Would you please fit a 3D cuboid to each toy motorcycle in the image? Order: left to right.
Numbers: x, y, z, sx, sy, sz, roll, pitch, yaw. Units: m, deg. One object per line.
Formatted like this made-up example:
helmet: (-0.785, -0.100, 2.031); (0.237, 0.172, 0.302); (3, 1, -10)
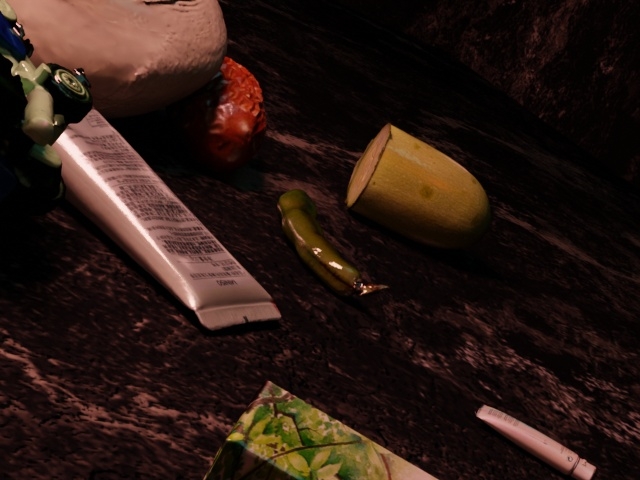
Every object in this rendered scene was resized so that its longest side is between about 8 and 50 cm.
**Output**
toy motorcycle: (-0.283, -0.141, 1.007); (0.196, 0.125, 0.331); (35, 18, -37)

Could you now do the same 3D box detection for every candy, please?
candy: (-0.231, -0.225, 1.370); (0.295, 0.185, 0.295); (20, 33, -13)

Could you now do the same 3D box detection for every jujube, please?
jujube: (-0.116, -0.141, 1.470); (0.112, 0.109, 0.176); (-9, 32, -5)

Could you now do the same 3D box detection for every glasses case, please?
glasses case: (0.060, 0.191, 0.802); (0.272, 0.062, 0.095); (30, 21, 3)

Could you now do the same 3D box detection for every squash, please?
squash: (0.127, -0.050, 1.606); (0.186, 0.123, 0.123); (29, 15, -15)

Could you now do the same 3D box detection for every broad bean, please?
broad bean: (-0.004, -0.001, 1.339); (0.069, 0.039, 0.227); (13, 23, -31)

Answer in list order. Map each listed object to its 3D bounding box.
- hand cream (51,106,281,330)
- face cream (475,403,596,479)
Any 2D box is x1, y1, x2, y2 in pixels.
hand cream: (-0.176, -0.039, 1.130); (0.340, 0.078, 0.124); (44, 19, 20)
face cream: (0.188, 0.177, 1.155); (0.115, 0.020, 0.038); (31, 16, 10)
